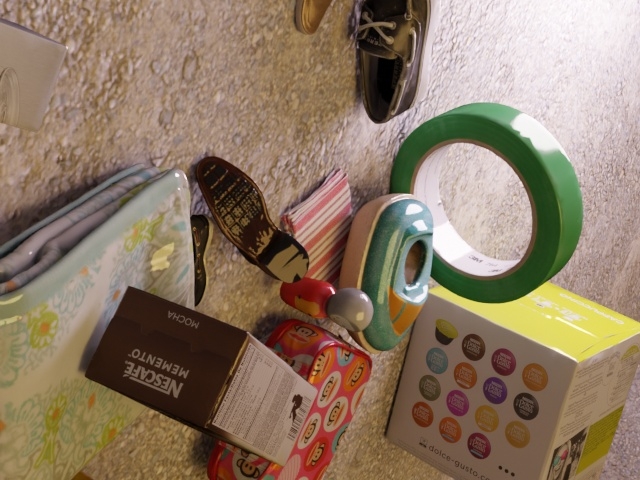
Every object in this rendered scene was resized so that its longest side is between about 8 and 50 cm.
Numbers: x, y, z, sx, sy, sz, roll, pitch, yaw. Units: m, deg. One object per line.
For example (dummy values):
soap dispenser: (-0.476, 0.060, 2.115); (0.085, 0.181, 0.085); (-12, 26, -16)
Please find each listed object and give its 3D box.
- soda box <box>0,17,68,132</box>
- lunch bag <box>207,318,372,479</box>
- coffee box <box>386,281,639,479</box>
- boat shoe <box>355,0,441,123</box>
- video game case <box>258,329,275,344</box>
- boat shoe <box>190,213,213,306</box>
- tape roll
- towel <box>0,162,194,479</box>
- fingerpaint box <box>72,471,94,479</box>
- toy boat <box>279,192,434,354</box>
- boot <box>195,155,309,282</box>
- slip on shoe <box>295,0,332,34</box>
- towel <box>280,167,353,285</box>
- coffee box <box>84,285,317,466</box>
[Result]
soda box: (-0.376, -0.184, 1.046); (0.286, 0.091, 0.098); (14, 100, -57)
lunch bag: (-0.032, 0.282, 1.787); (0.293, 0.120, 0.258); (-63, 149, -3)
coffee box: (0.385, 0.276, 2.205); (0.338, 0.337, 0.334); (-11, 120, -51)
boat shoe: (0.099, -0.304, 1.637); (0.102, 0.108, 0.301); (-40, 147, -35)
video game case: (-0.105, 0.229, 1.777); (0.143, 0.019, 0.157); (-30, 135, -41)
boat shoe: (-0.175, 0.029, 1.517); (0.042, 0.049, 0.133); (-14, 120, -44)
tape roll: (0.262, -0.059, 1.820); (0.077, 0.321, 0.321); (-28, 133, -45)
towel: (-0.272, 0.110, 1.334); (0.374, 0.090, 0.321); (-42, 142, -51)
fingerpaint box: (-0.191, 0.537, 1.536); (0.163, 0.371, 0.445); (-52, 146, -23)
toy boat: (0.083, 0.071, 1.757); (0.318, 0.148, 0.268); (-17, 118, -52)
boot: (-0.115, -0.027, 1.553); (0.082, 0.106, 0.219); (-47, 115, -19)
slip on shoe: (0.007, -0.342, 1.528); (0.051, 0.041, 0.135); (8, 105, -56)
towel: (0.000, 0.000, 1.766); (0.144, 0.029, 0.197); (-43, 142, -35)
coffee box: (-0.134, 0.173, 1.381); (0.119, 0.168, 0.297); (-66, 158, -12)
